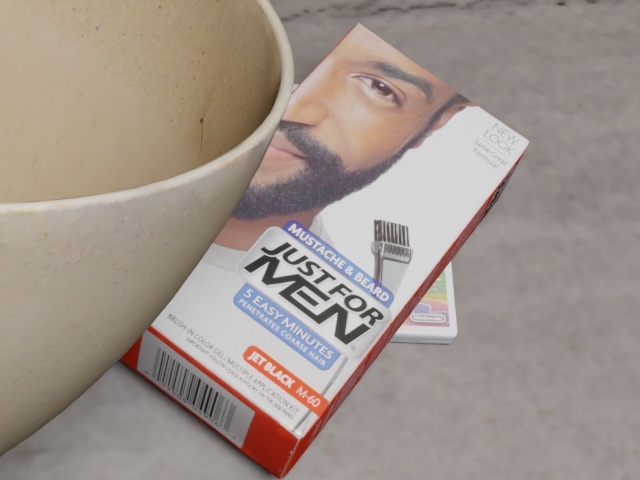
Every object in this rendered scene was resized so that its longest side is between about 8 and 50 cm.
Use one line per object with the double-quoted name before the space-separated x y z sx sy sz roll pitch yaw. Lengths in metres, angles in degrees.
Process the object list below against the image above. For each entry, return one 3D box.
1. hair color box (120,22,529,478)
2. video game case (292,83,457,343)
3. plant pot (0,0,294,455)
"hair color box" 0.000 0.000 0.544 0.093 0.053 0.167 35 60 8
"video game case" 0.013 -0.014 0.591 0.087 0.011 0.122 3 62 -10
"plant pot" -0.173 -0.018 0.430 0.284 0.191 0.284 17 31 -11
